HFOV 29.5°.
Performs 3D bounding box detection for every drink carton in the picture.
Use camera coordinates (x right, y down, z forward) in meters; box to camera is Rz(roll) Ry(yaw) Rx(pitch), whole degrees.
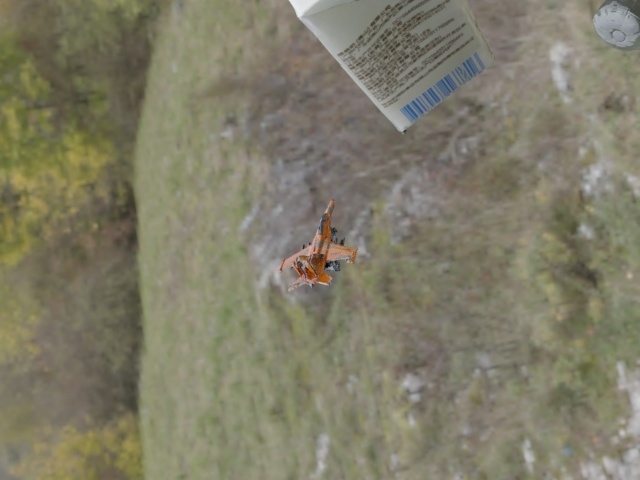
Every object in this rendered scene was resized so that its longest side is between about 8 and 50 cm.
[{"bbox_3d":[0.034,-0.248,1.127,0.194,0.132,0.324,55,-171,21],"label":"drink carton"}]

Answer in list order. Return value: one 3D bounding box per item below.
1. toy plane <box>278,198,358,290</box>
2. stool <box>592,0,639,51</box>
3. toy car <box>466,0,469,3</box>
[{"bbox_3d":[0.005,0.008,1.917,0.062,0.135,0.188,66,-151,-30],"label":"toy plane"},{"bbox_3d":[0.487,-0.358,1.903,0.110,0.096,0.096,-60,4,-23],"label":"stool"},{"bbox_3d":[0.166,-0.419,2.040,0.256,0.124,0.101,47,116,38],"label":"toy car"}]
